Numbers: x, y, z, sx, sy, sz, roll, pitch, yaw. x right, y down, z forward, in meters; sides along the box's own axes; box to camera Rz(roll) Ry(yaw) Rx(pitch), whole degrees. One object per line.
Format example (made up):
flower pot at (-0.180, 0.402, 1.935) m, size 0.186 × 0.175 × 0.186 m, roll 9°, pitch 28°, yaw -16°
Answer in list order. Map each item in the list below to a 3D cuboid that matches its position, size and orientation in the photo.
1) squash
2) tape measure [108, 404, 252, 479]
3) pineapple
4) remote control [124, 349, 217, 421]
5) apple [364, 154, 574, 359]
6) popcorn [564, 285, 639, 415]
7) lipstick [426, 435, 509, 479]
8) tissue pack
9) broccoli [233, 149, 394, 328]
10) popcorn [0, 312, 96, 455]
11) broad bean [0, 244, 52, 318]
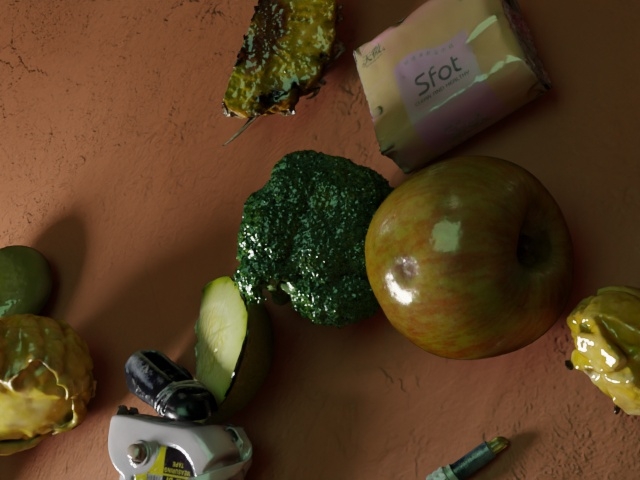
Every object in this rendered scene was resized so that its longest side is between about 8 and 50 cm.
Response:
squash at (-0.147, 0.139, 1.793) m, size 0.204 × 0.155 × 0.237 m, roll -14°, pitch 63°, yaw 28°
tape measure at (-0.204, 0.349, 1.745) m, size 0.236 × 0.120 × 0.197 m, roll 3°, pitch 80°, yaw 32°
pineapple at (-0.045, -0.306, 1.981) m, size 0.161 × 0.158 × 0.334 m, roll 18°, pitch 80°, yaw 0°
remote control at (-0.224, 0.211, 1.791) m, size 0.266 × 0.090 × 0.066 m, roll 13°, pitch 115°, yaw 64°
apple at (0.182, 0.026, 1.560) m, size 0.264 × 0.264 × 0.264 m, roll -16°, pitch 59°, yaw 28°
popcorn at (0.370, 0.131, 1.442) m, size 0.152 × 0.148 × 0.167 m, roll -56°, pitch 34°, yaw 27°
lipstick at (0.191, 0.286, 1.557) m, size 0.116 × 0.037 × 0.037 m, roll -38°, pitch 51°, yaw 9°
tissue pack at (0.190, -0.247, 1.775) m, size 0.256 × 0.123 × 0.215 m, roll -32°, pitch 54°, yaw 27°
broccoli at (0.000, 0.000, 1.736) m, size 0.241 × 0.261 × 0.269 m, roll 118°, pitch 150°, yaw -48°
popcorn at (-0.485, 0.220, 1.945) m, size 0.250 × 0.250 × 0.190 m, roll -42°, pitch 15°, yaw 10°
broad bean at (-0.582, 0.120, 2.126) m, size 0.263 × 0.121 × 0.189 m, roll -50°, pitch 53°, yaw 1°
